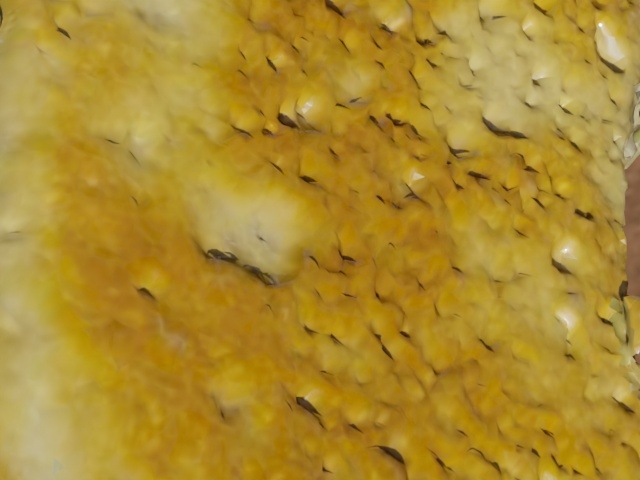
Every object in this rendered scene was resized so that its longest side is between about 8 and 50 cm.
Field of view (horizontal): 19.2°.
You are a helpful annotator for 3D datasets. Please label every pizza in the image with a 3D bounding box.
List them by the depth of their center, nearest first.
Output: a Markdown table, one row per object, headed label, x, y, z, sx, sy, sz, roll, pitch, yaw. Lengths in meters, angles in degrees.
| label | x | y | z | sx | sy | sz | roll | pitch | yaw |
| --- | --- | --- | --- | --- | --- | --- | --- | --- | --- |
| pizza | 0.000 | 0.000 | 0.465 | 0.223 | 0.089 | 0.323 | 15 | 62 | -27 |
